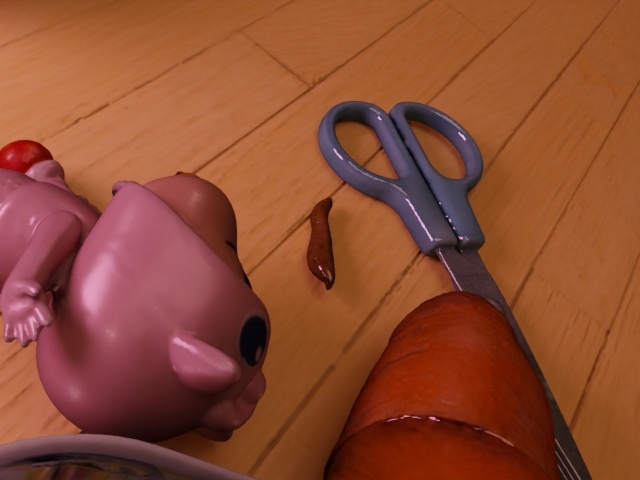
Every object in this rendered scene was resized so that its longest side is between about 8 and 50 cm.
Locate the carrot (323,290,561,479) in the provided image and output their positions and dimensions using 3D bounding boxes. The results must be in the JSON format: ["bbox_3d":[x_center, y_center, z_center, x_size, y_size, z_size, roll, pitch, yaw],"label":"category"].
[{"bbox_3d":[0.097,0.124,0.587,0.159,0.159,0.225,30,31,-4],"label":"carrot"}]

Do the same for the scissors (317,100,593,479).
[{"bbox_3d":[0.141,0.033,0.750,0.192,0.029,0.447,-3,55,-31],"label":"scissors"}]

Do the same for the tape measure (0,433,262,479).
[{"bbox_3d":[-0.113,0.222,0.369,0.262,0.138,0.259,25,44,-9],"label":"tape measure"}]

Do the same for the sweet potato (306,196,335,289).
[{"bbox_3d":[0.000,0.000,0.703,0.026,0.026,0.115,16,42,-18],"label":"sweet potato"}]

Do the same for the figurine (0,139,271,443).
[{"bbox_3d":[-0.144,0.005,0.519,0.287,0.176,0.186,32,68,18],"label":"figurine"}]
